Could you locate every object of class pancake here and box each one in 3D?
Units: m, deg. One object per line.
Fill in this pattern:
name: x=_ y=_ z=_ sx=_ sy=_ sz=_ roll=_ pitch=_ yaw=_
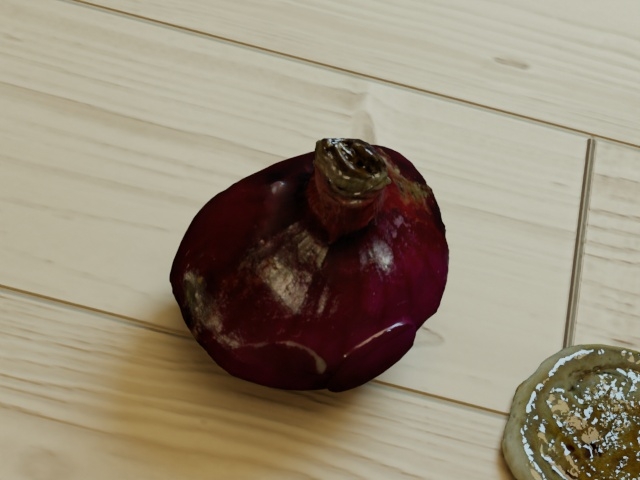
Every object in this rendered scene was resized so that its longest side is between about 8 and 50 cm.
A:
pancake: x=0.187 y=0.127 z=1.211 sx=0.152 sy=0.025 sz=0.151 roll=7 pitch=51 yaw=-9

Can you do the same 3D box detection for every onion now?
onion: x=0.007 y=0.014 z=1.151 sx=0.173 sy=0.198 sz=0.135 roll=-24 pitch=80 yaw=-19
